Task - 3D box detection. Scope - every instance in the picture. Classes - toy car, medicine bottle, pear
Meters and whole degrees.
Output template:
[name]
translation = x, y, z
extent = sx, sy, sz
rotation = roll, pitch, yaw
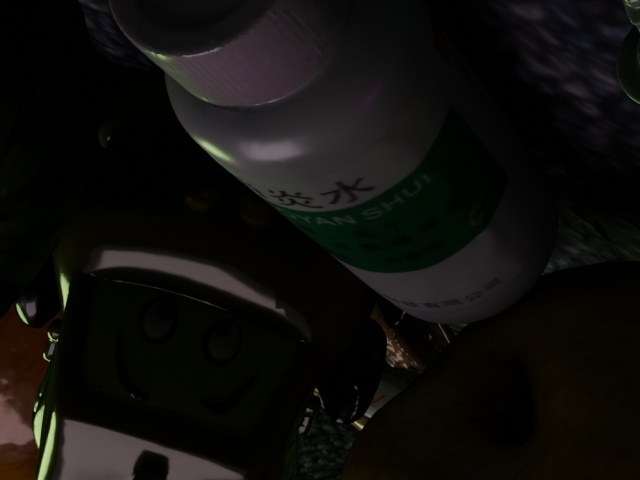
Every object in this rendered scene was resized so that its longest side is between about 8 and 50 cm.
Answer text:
[toy car]
translation = -0.064, 0.061, 0.754
extent = 0.204, 0.198, 0.248
rotation = 18, 133, -3
[medicine bottle]
translation = 0.014, -0.045, 0.576
extent = 0.095, 0.095, 0.260
rotation = 20, 169, 29
[pear]
translation = 0.157, 0.156, 0.707
extent = 0.314, 0.314, 0.314
rotation = 24, 172, 4

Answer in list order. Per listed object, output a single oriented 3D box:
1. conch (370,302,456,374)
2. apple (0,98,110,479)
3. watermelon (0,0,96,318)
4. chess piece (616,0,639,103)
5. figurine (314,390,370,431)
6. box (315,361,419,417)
[conch]
translation = -0.002, -0.005, 0.885
extent = 0.232, 0.086, 0.080
rotation = 33, 180, -32
[apple]
translation = -0.186, 0.024, 1.004
extent = 0.286, 0.233, 0.286
rotation = 36, -177, -2
[watermelon]
translation = -0.213, -0.058, 0.640
extent = 0.242, 0.242, 0.242
rotation = 24, 172, 4
[chess piece]
translation = 0.125, -0.033, 0.468
extent = 0.059, 0.059, 0.149
rotation = 17, 164, 45
[figurine]
translation = 0.193, 0.213, 1.283
extent = 0.421, 0.193, 0.154
rotation = 40, -173, 30
[box]
translation = 0.004, 0.066, 1.202
extent = 0.139, 0.035, 0.245
rotation = 28, -167, -14
